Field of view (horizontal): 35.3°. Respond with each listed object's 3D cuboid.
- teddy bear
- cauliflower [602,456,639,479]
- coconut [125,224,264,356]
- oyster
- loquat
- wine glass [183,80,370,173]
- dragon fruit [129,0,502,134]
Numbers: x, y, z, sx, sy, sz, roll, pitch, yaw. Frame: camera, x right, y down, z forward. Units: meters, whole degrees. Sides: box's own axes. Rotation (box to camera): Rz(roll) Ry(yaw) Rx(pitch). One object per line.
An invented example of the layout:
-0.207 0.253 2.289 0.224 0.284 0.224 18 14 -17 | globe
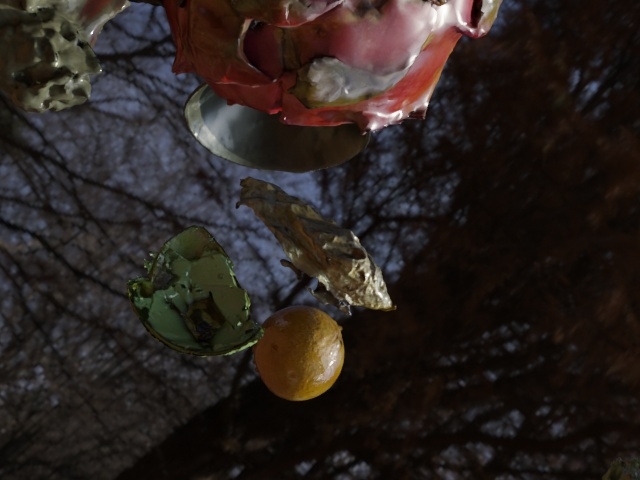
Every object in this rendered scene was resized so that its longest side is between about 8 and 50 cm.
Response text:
-0.203 -0.337 1.033 0.224 0.367 0.357 55 10 -26 | teddy bear
0.272 0.284 0.909 0.315 0.239 0.256 16 -25 7 | cauliflower
-0.132 0.061 1.035 0.055 0.133 0.158 98 -18 -52 | coconut
-0.007 -0.004 1.118 0.209 0.072 0.133 54 19 26 | oyster
-0.030 0.159 1.430 0.141 0.141 0.141 32 -34 25 | loquat
-0.040 -0.330 1.499 0.267 0.406 0.267 6 -28 3 | wine glass
-0.001 -0.240 0.699 0.269 0.250 0.291 45 -41 52 | dragon fruit
